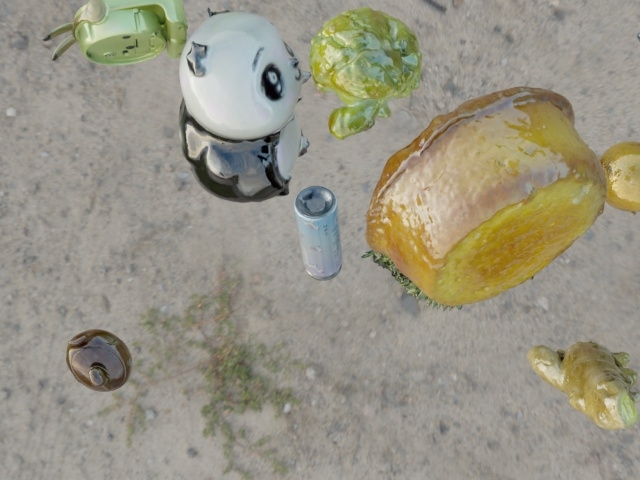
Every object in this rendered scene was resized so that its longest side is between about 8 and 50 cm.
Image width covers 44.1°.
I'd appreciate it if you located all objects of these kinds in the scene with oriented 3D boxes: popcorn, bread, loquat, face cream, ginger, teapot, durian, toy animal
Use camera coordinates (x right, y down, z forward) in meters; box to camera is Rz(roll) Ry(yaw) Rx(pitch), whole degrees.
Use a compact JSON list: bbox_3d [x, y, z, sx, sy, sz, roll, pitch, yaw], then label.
[{"bbox_3d":[0.064,-0.267,1.272,0.197,0.198,0.213,9,101,8],"label":"popcorn"},{"bbox_3d":[0.209,-0.051,0.998,0.312,0.312,0.172,-37,58,11],"label":"bread"},{"bbox_3d":[0.597,-0.120,1.516,0.141,0.141,0.141,1,97,9],"label":"loquat"},{"bbox_3d":[0.000,0.000,1.391,0.075,0.229,0.075,-3,56,4],"label":"face cream"},{"bbox_3d":[0.371,0.190,1.059,0.115,0.205,0.081,13,104,-21],"label":"ginger"},{"bbox_3d":[-0.353,0.193,1.248,0.098,0.078,0.129,-18,124,4],"label":"teapot"},{"bbox_3d":[0.208,0.069,1.551,0.106,0.375,0.132,4,71,38],"label":"durian"},{"bbox_3d":[-0.139,-0.236,1.357,0.250,0.251,0.310,2,131,9],"label":"toy animal"}]

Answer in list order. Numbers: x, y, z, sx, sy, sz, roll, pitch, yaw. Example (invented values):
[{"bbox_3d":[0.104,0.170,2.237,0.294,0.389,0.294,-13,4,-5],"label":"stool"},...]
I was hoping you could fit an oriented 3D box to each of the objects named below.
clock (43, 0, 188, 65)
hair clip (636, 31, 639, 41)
[{"bbox_3d":[-0.342,-0.349,1.328,0.231,0.170,0.069,-10,84,-11],"label":"clock"},{"bbox_3d":[0.757,-0.372,1.654,0.275,0.048,0.083,12,114,-29],"label":"hair clip"}]
